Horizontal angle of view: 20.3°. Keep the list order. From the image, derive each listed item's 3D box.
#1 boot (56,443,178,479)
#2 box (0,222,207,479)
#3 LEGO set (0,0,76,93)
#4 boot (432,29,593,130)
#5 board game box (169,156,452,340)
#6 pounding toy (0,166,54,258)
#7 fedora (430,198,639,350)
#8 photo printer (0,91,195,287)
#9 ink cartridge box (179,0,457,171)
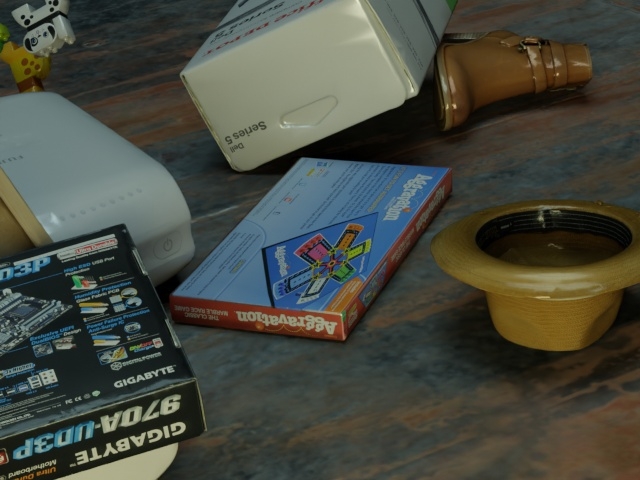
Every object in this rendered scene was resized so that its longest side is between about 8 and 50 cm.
[{"bbox_3d":[-0.193,0.140,1.156,0.190,0.069,0.086,-17,34,-24],"label":"boot"},{"bbox_3d":[-0.202,0.083,1.133,0.220,0.051,0.175,-17,39,-13],"label":"box"},{"bbox_3d":[-0.321,-0.151,1.779,0.227,0.093,0.087,-26,-16,15],"label":"LEGO set"},{"bbox_3d":[0.188,-0.161,1.737,0.152,0.073,0.197,4,29,7],"label":"boot"},{"bbox_3d":[0.000,0.000,1.474,0.145,0.027,0.281,4,26,21],"label":"board game box"},{"bbox_3d":[-0.262,0.081,1.252,0.206,0.181,0.094,-35,0,-13],"label":"pounding toy"},{"bbox_3d":[0.173,0.029,1.323,0.194,0.079,0.194,-4,19,1],"label":"fedora"},{"bbox_3d":[-0.264,-0.019,1.462,0.256,0.107,0.307,-17,28,-25],"label":"photo printer"},{"bbox_3d":[0.007,-0.196,1.715,0.198,0.114,0.273,-23,19,22],"label":"ink cartridge box"}]
